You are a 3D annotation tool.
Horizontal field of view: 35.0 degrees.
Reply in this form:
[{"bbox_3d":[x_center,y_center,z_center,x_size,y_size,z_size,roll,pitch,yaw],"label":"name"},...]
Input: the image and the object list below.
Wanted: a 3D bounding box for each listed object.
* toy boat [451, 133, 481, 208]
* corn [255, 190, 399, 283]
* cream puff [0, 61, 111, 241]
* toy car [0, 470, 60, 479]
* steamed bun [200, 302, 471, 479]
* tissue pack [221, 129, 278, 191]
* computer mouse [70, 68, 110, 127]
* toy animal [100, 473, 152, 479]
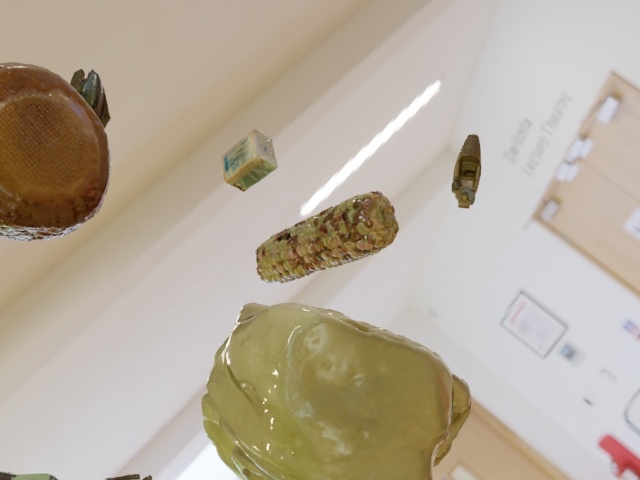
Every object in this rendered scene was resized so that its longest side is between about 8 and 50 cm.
[{"bbox_3d":[0.253,-0.117,1.751,0.049,0.047,0.149,87,-166,-61],"label":"toy boat"},{"bbox_3d":[0.000,0.000,1.535,0.280,0.092,0.092,-21,7,39],"label":"corn"},{"bbox_3d":[-0.493,-0.139,1.650,0.303,0.303,0.212,-38,10,-38],"label":"cream puff"},{"bbox_3d":[-0.386,0.306,1.148,0.224,0.076,0.090,-21,16,33],"label":"toy car"},{"bbox_3d":[0.008,0.195,1.036,0.203,0.275,0.289,-71,14,-15],"label":"steamed bun"},{"bbox_3d":[-0.131,-0.144,1.849,0.094,0.074,0.058,-35,-40,32],"label":"tissue pack"},{"bbox_3d":[-0.446,-0.260,1.933,0.047,0.079,0.135,-43,-40,-58],"label":"computer mouse"},{"bbox_3d":[-0.435,0.516,1.934,0.259,0.087,0.243,-10,-1,-38],"label":"toy animal"}]
